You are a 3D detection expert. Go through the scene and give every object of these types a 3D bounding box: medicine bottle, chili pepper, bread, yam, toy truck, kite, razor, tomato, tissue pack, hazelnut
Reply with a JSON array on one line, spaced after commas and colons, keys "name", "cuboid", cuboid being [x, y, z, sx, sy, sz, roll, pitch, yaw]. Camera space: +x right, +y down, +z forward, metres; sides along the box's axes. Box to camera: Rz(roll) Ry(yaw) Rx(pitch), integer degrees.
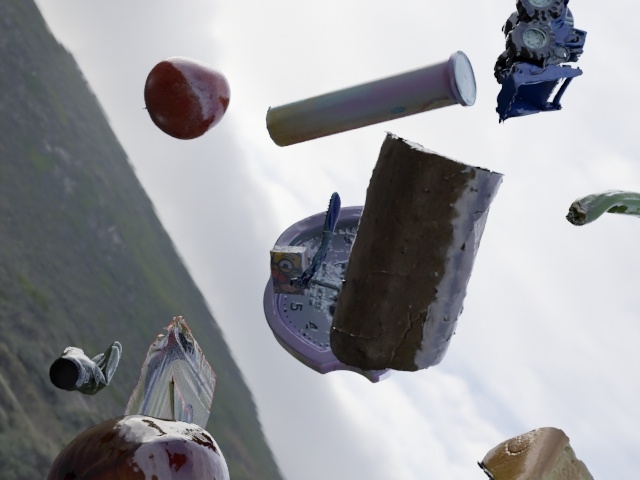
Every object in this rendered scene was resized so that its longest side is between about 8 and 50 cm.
[{"name": "medicine bottle", "cuboid": [0.092, -0.271, 1.940, 0.426, 0.108, 0.108, -10, -62, 31]}, {"name": "chili pepper", "cuboid": [0.418, -0.047, 1.371, 0.052, 0.202, 0.050, 8, -82, 58]}, {"name": "bread", "cuboid": [0.310, 0.396, 1.520, 0.160, 0.169, 0.140, -29, -80, 48]}, {"name": "yam", "cuboid": [0.094, 0.017, 0.993, 0.129, 0.128, 0.238, -73, 178, -76]}, {"name": "toy truck", "cuboid": [0.338, -0.281, 1.508, 0.126, 0.208, 0.113, 16, -20, 2]}, {"name": "kite", "cuboid": [-0.236, 0.290, 1.561, 0.377, 0.013, 0.327, -33, 124, -70]}, {"name": "razor", "cuboid": [0.003, 0.002, 1.456, 0.028, 0.154, 0.044, 25, 6, 43]}, {"name": "tomato", "cuboid": [-0.250, -0.272, 1.854, 0.167, 0.167, 0.167, 50, -18, 23]}, {"name": "tissue pack", "cuboid": [-0.054, 0.052, 1.718, 0.035, 0.063, 0.083, -58, 148, -62]}, {"name": "hazelnut", "cuboid": [-0.226, 0.323, 1.193, 0.229, 0.230, 0.229, 50, -18, 23]}]

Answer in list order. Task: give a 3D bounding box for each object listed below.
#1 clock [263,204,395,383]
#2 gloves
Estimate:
[{"name": "clock", "cuboid": [0.061, 0.098, 1.852, 0.338, 0.339, 0.102, 52, -10, 17]}, {"name": "gloves", "cuboid": [-0.514, 0.280, 2.140, 0.135, 0.107, 0.268, 29, 9, 8]}]
